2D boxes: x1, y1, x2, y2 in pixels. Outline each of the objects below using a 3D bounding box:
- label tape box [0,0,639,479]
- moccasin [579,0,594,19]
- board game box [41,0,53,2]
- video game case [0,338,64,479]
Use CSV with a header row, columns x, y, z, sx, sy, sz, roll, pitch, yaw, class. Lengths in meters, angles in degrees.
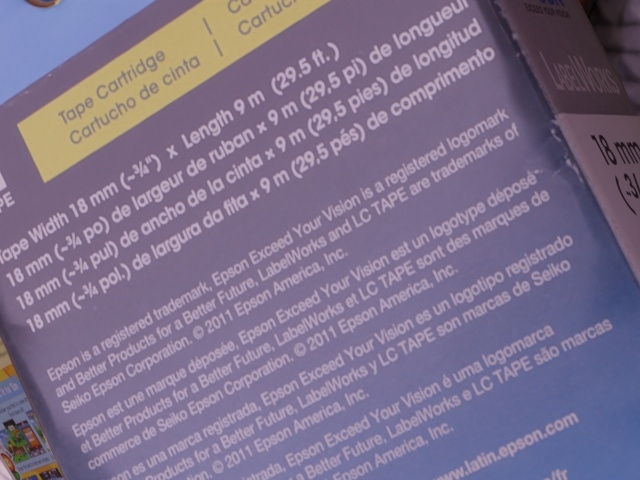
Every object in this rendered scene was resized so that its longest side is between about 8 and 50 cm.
x,y,z,sx,sy,sz,roll,pitch,yaw,class
0.000,0.000,0.688,0.241,0.106,0.333,-29,81,26,label tape box
0.030,-0.114,0.790,0.139,0.147,0.380,23,109,61,moccasin
-0.145,-0.340,1.116,0.308,0.086,0.302,-56,40,24,board game box
-0.113,0.102,0.928,0.206,0.026,0.227,59,151,-3,video game case
